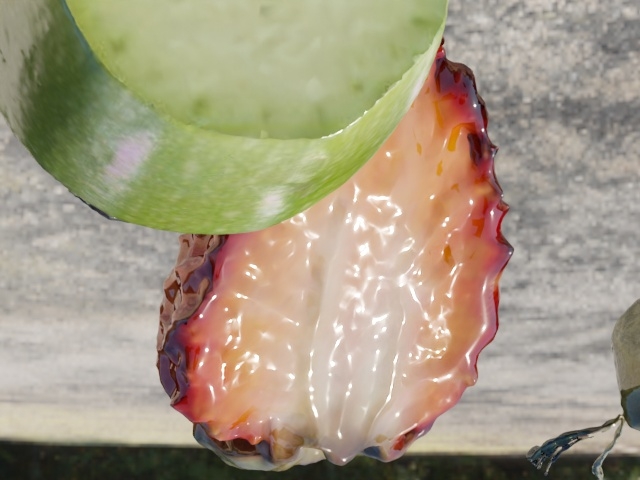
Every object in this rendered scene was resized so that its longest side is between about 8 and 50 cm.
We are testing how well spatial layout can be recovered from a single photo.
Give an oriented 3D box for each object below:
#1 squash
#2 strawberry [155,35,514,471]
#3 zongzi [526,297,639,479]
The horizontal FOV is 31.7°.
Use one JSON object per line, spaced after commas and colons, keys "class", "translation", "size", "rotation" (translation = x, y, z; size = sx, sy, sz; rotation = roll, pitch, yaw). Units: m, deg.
{"class": "squash", "translation": [-0.033, -0.084, 0.376], "size": [0.170, 0.170, 0.123], "rotation": [4, -179, -14]}
{"class": "strawberry", "translation": [0.000, 0.000, 0.793], "size": [0.265, 0.336, 0.149], "rotation": [-4, -154, -28]}
{"class": "zongzi", "translation": [0.366, 0.077, 0.922], "size": [0.447, 0.181, 0.418], "rotation": [-8, 156, 16]}
